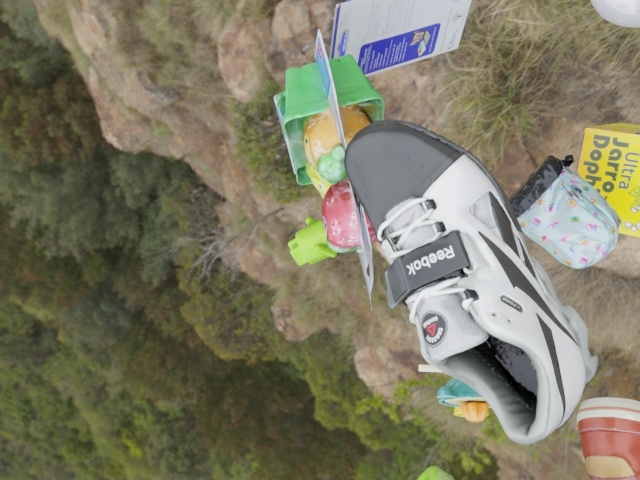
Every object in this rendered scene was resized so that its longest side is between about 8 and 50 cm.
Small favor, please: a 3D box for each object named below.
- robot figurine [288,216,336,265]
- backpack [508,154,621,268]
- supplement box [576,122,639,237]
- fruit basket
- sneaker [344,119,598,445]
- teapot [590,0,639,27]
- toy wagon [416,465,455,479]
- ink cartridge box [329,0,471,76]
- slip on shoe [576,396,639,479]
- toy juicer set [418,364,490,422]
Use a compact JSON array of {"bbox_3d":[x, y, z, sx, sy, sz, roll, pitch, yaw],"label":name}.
[{"bbox_3d":[0.000,0.000,1.168,0.115,0.101,0.067,-26,125,6],"label":"robot figurine"},{"bbox_3d":[0.419,-0.038,1.092,0.182,0.115,0.152,41,132,5],"label":"backpack"},{"bbox_3d":[0.671,-0.135,1.328,0.195,0.357,0.194,15,108,32],"label":"supplement box"},{"bbox_3d":[0.028,-0.091,1.003,0.166,0.327,0.352,-8,71,2],"label":"fruit basket"},{"bbox_3d":[0.123,0.033,0.576,0.330,0.146,0.122,51,129,4],"label":"sneaker"},{"bbox_3d":[0.636,-0.566,1.256,0.256,0.187,0.252,-26,53,25],"label":"teapot"},{"bbox_3d":[0.168,0.330,0.602,0.267,0.068,0.344,31,148,3],"label":"toy wagon"},{"bbox_3d":[0.131,-0.389,1.131,0.065,0.333,0.165,46,145,30],"label":"ink cartridge box"},{"bbox_3d":[0.429,0.290,0.762,0.331,0.101,0.123,30,149,-24],"label":"slip on shoe"},{"bbox_3d":[0.321,0.287,1.165,0.210,0.329,0.089,-6,66,23],"label":"toy juicer set"}]
